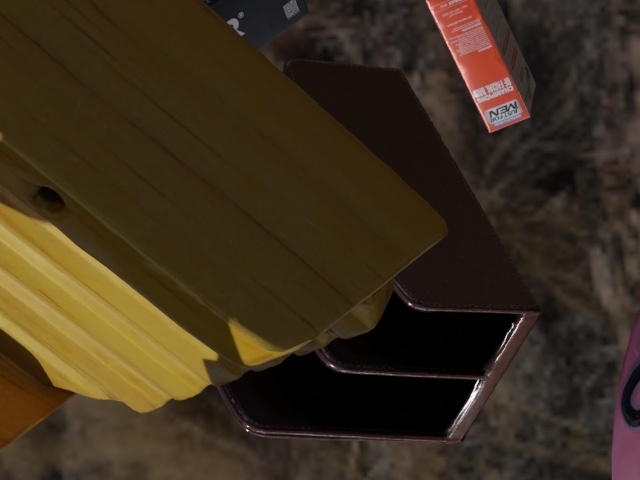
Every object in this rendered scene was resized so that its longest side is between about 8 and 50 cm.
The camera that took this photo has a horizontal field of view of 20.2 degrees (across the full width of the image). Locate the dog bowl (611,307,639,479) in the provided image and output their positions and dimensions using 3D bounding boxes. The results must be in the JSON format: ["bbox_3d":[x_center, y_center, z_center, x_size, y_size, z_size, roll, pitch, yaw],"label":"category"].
[{"bbox_3d":[0.332,0.118,1.038,0.150,0.408,0.408,5,102,51],"label":"dog bowl"}]

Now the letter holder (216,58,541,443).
[{"bbox_3d":[0.000,0.000,1.434,0.152,0.214,0.302,-63,36,34],"label":"letter holder"}]

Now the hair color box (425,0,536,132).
[{"bbox_3d":[0.173,-0.212,1.928,0.167,0.053,0.093,61,-158,-20],"label":"hair color box"}]

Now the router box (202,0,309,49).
[{"bbox_3d":[-0.205,-0.215,1.810,0.243,0.309,0.081,37,158,45],"label":"router box"}]

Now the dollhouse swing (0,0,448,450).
[{"bbox_3d":[-0.193,0.067,0.788,0.347,0.315,0.305,-24,32,48],"label":"dollhouse swing"}]
